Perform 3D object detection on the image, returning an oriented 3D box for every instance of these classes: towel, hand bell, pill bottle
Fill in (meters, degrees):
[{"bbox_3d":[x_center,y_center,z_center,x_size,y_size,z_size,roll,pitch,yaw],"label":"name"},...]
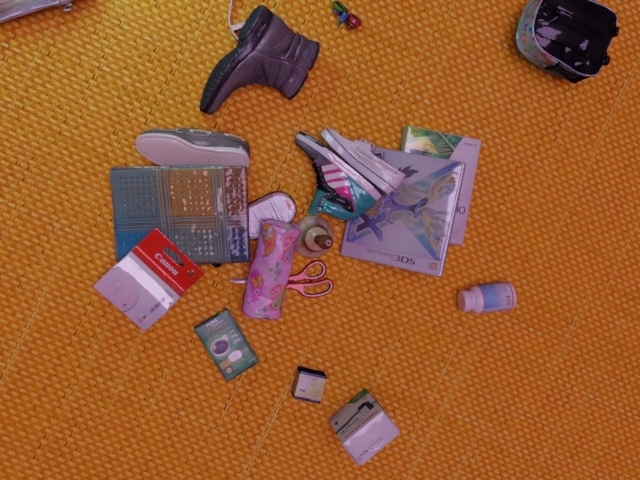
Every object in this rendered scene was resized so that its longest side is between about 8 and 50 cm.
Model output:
[{"bbox_3d":[-0.377,-0.067,1.797,0.371,0.040,0.271,-1,96,2],"label":"towel"},{"bbox_3d":[0.000,0.000,1.812,0.126,0.242,0.126,-1,95,-11],"label":"hand bell"},{"bbox_3d":[0.501,0.175,2.002,0.160,0.087,0.087,-5,96,-10],"label":"pill bottle"}]

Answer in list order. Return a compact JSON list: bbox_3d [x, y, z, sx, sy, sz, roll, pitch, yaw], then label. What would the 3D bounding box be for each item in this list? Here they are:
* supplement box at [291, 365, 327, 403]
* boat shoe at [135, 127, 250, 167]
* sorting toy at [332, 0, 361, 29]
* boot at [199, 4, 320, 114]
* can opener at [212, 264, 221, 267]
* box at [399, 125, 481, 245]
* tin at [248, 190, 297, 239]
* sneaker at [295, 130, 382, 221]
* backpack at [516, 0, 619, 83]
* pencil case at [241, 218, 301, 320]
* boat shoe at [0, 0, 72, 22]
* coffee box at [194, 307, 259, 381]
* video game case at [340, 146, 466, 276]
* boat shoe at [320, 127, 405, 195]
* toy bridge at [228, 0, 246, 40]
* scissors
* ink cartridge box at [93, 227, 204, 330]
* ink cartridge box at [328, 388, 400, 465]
[{"bbox_3d":[-0.034,0.422,1.937,0.083,0.056,0.083,15,92,-12],"label":"supplement box"},{"bbox_3d":[-0.342,-0.253,1.803,0.305,0.091,0.109,9,135,-7],"label":"boat shoe"},{"bbox_3d":[0.066,-0.629,1.873,0.102,0.061,0.042,38,121,-5],"label":"sorting toy"},{"bbox_3d":[-0.161,-0.442,1.808,0.223,0.118,0.338,30,107,-30],"label":"boot"},{"bbox_3d":[-0.339,0.004,1.851,0.186,0.073,0.059,40,125,-8],"label":"can opener"},{"bbox_3d":[0.333,-0.160,1.956,0.233,0.058,0.321,9,92,-11],"label":"box"},{"bbox_3d":[-0.156,-0.069,1.883,0.190,0.040,0.106,-27,103,-8],"label":"tin"},{"bbox_3d":[0.008,-0.157,1.868,0.296,0.124,0.178,40,94,3],"label":"sneaker"},{"bbox_3d":[0.695,-0.599,1.919,0.254,0.191,0.225,21,88,-19],"label":"backpack"},{"bbox_3d":[-0.136,0.084,1.838,0.124,0.124,0.283,12,99,-12],"label":"pencil case"},{"bbox_3d":[-0.723,-0.628,1.698,0.321,0.103,0.118,-18,53,-12],"label":"boat shoe"},{"bbox_3d":[-0.267,0.297,1.890,0.113,0.040,0.184,-32,100,-7],"label":"coffee box"},{"bbox_3d":[0.232,-0.086,1.889,0.300,0.036,0.328,12,93,16],"label":"video game case"},{"bbox_3d":[0.120,-0.239,1.855,0.267,0.096,0.088,41,96,13],"label":"boat shoe"},{"bbox_3d":[-0.218,-0.590,1.829,0.063,0.026,0.188,-20,98,-6],"label":"toy bridge"},{"bbox_3d":[-0.110,0.132,1.915,0.297,0.021,0.108,-12,97,-10],"label":"scissors"},{"bbox_3d":[-0.462,0.109,1.787,0.232,0.066,0.189,-39,105,20],"label":"ink cartridge box"},{"bbox_3d":[0.121,0.529,1.898,0.153,0.208,0.086,-39,100,-6],"label":"ink cartridge box"}]
